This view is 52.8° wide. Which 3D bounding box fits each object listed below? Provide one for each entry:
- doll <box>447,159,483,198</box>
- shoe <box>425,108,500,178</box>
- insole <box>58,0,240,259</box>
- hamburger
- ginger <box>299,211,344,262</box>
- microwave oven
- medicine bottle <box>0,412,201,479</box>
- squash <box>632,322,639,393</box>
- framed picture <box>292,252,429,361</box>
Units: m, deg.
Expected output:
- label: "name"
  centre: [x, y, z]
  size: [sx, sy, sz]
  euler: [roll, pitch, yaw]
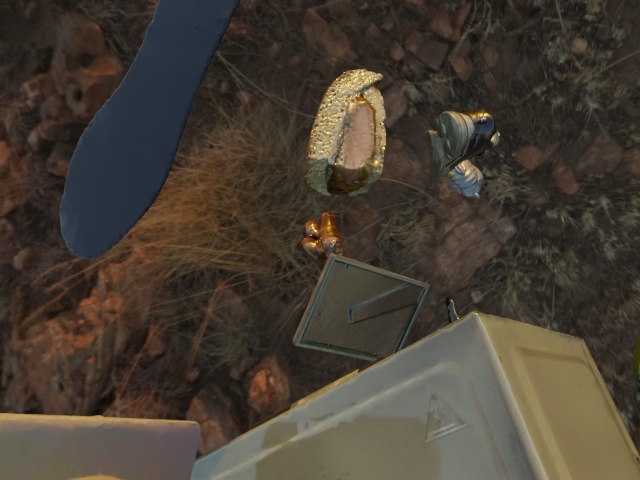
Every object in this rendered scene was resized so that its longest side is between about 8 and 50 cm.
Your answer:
- label: "doll"
  centre: [0.337, -0.174, 1.557]
  size: [0.079, 0.094, 0.180]
  euler: [-24, 69, 8]
- label: "shoe"
  centre: [0.208, -0.142, 0.908]
  size: [0.099, 0.169, 0.071]
  euler: [-15, 82, -4]
- label: "insole"
  centre: [-0.159, -0.129, 0.599]
  size: [0.119, 0.009, 0.348]
  euler: [37, 106, 24]
- label: "hamburger"
  centre: [0.036, -0.191, 1.135]
  size: [0.135, 0.155, 0.207]
  euler: [7, 77, -13]
- label: "ginger"
  centre: [0.000, 0.000, 1.575]
  size: [0.103, 0.162, 0.073]
  euler: [-14, 129, 5]
- label: "microwave oven"
  centre: [0.090, 0.256, 0.551]
  size: [0.355, 0.218, 0.286]
  euler: [-37, 54, 32]
- label: "medicine bottle"
  centre: [-0.208, 0.323, 0.440]
  size: [0.236, 0.236, 0.406]
  euler: [12, 81, 18]
- label: "squash"
  centre: [0.652, 0.181, 1.251]
  size: [0.069, 0.069, 0.258]
  euler: [13, 70, 18]
- label: "framed picture"
  centre: [0.107, 0.177, 1.577]
  size: [0.020, 0.324, 0.240]
  euler: [33, 103, 55]
